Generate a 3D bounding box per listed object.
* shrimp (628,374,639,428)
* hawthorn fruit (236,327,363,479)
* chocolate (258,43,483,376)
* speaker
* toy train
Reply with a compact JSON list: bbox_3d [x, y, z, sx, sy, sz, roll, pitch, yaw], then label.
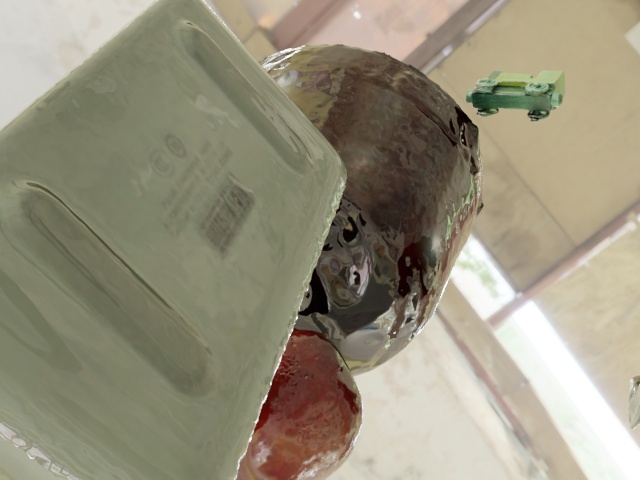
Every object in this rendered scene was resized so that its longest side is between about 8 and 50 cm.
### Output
[{"bbox_3d":[0.404,0.099,1.032,0.085,0.247,0.360,27,-178,19],"label":"shrimp"},{"bbox_3d":[-0.047,0.156,0.793,0.172,0.148,0.148,-28,-102,-47],"label":"hawthorn fruit"},{"bbox_3d":[0.000,0.000,1.078,0.384,0.384,0.331,41,-136,-23],"label":"chocolate"},{"bbox_3d":[-0.121,0.013,0.540,0.184,0.183,0.406,44,-150,-14],"label":"speaker"},{"bbox_3d":[0.246,-0.185,1.142,0.081,0.122,0.050,-46,-44,-46],"label":"toy train"}]
